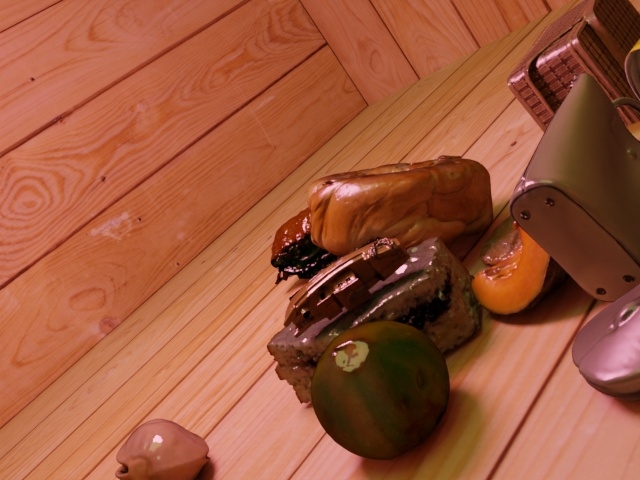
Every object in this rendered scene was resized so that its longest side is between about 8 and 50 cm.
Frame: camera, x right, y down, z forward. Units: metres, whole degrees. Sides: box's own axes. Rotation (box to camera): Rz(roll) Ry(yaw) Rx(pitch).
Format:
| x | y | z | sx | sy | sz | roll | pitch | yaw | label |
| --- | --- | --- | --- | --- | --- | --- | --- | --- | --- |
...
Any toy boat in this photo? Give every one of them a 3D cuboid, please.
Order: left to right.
| x | y | z | sx | sy | sz | roll | pitch | yaw | label |
| --- | --- | --- | --- | --- | --- | --- | --- | --- | --- |
| 0.037 | 0.069 | 1.170 | 0.206 | 0.064 | 0.072 | -37 | 30 | 6 | toy boat |

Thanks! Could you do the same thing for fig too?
| x | y | z | sx | sy | sz | roll | pitch | yaw | label |
| --- | --- | --- | --- | --- | --- | --- | --- | --- | --- |
| 0.070 | 0.182 | 1.021 | 0.181 | 0.191 | 0.181 | -11 | 53 | 15 | fig |

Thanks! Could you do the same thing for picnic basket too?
| x | y | z | sx | sy | sz | roll | pitch | yaw | label |
| --- | --- | --- | --- | --- | --- | --- | --- | --- | --- |
| 0.516 | -0.312 | 1.507 | 0.175 | 0.228 | 0.313 | -32 | 12 | 45 | picnic basket |

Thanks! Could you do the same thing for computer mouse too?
| x | y | z | sx | sy | sz | roll | pitch | yaw | label |
| --- | --- | --- | --- | --- | --- | --- | --- | --- | --- |
| 0.407 | 0.045 | 0.833 | 0.330 | 0.095 | 0.197 | -33 | 9 | 9 | computer mouse |

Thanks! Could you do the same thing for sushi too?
| x | y | z | sx | sy | sz | roll | pitch | yaw | label |
| --- | --- | --- | --- | --- | --- | --- | --- | --- | --- |
| 0.000 | -0.001 | 1.915 | 0.287 | 0.149 | 0.140 | -30 | 49 | 24 | sushi |

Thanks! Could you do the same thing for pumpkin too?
| x | y | z | sx | sy | sz | roll | pitch | yaw | label |
| --- | --- | --- | --- | --- | --- | --- | --- | --- | --- |
| 0.326 | 0.013 | 1.118 | 0.149 | 0.130 | 0.254 | -113 | 35 | -48 | pumpkin |

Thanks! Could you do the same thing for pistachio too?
| x | y | z | sx | sy | sz | roll | pitch | yaw | label |
| --- | --- | --- | --- | --- | --- | --- | --- | --- | --- |
| -0.261 | 0.358 | 1.329 | 0.152 | 0.126 | 0.223 | -4 | -2 | -18 | pistachio |

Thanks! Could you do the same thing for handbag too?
| x | y | z | sx | sy | sz | roll | pitch | yaw | label |
| --- | --- | --- | --- | --- | --- | --- | --- | --- | --- |
| 0.387 | -0.091 | 1.041 | 0.315 | 0.241 | 0.109 | -49 | 8 | -30 | handbag |

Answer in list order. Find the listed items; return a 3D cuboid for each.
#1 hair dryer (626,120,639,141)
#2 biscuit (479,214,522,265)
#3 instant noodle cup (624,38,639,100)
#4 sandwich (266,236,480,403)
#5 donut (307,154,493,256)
| x | y | z | sx | sy | sz | roll | pitch | yaw | label |
| --- | --- | --- | --- | --- | --- | --- | --- | --- | --- |
| 0.454 | -0.078 | 1.201 | 0.135 | 0.090 | 0.279 | -21 | 25 | 41 | hair dryer |
| 0.356 | -0.025 | 1.333 | 0.219 | 0.033 | 0.220 | -34 | 11 | 8 | biscuit |
| 0.575 | -0.251 | 1.081 | 0.221 | 0.311 | 0.311 | -46 | 13 | 1 | instant noodle cup |
| 0.095 | 0.119 | 1.260 | 0.325 | 0.131 | 0.262 | -18 | 20 | 50 | sandwich |
| 0.147 | -0.061 | 1.511 | 0.360 | 0.170 | 0.360 | -7 | 7 | 1 | donut |
